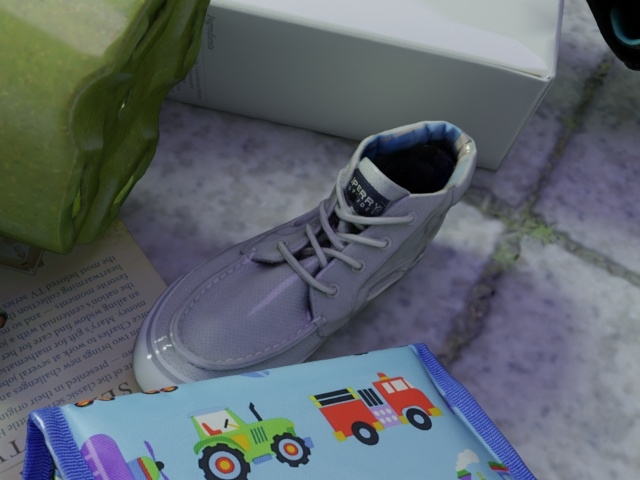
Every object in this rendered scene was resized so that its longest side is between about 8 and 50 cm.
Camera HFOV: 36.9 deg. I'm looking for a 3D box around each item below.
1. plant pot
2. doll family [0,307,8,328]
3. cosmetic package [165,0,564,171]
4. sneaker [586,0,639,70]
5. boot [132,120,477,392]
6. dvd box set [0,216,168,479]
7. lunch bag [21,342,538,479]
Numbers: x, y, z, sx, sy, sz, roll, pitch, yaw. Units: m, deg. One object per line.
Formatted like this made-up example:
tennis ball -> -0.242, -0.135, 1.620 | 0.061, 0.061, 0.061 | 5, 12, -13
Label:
plant pot -> -0.208, -0.124, 0.521 | 0.254, 0.276, 0.276 | 25, 54, -1
doll family -> -0.249, 0.027, 0.512 | 0.193, 0.076, 0.111 | 20, 58, 9
cosmetic package -> -0.011, -0.201, 0.718 | 0.365, 0.155, 0.197 | 14, 67, 0
sneaker -> 0.264, -0.165, 0.739 | 0.267, 0.101, 0.106 | 38, 64, -35
boot -> 0.000, 0.000, 0.573 | 0.095, 0.123, 0.258 | 41, 41, 12
dvd box set -> -0.250, 0.063, 0.569 | 0.307, 0.062, 0.420 | -28, 63, -26
lunch bag -> 0.037, 0.184, 0.372 | 0.221, 0.138, 0.293 | -4, 32, -40
